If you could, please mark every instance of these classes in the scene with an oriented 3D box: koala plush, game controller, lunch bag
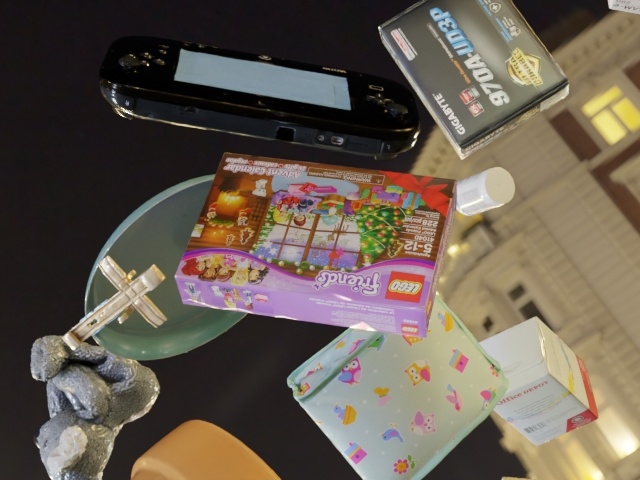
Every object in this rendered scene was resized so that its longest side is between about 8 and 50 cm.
[{"bbox_3d":[-0.376,0.295,1.950,0.203,0.221,0.196,8,-34,5],"label":"koala plush"},{"bbox_3d":[-0.059,-0.150,1.227,0.319,0.166,0.067,9,-56,-6],"label":"game controller"},{"bbox_3d":[0.118,0.211,1.776,0.262,0.223,0.160,-41,8,-4],"label":"lunch bag"}]

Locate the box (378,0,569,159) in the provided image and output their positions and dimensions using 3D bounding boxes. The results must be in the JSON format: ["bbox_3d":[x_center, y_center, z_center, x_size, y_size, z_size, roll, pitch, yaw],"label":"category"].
[{"bbox_3d":[0.210,-0.247,1.677,0.175,0.220,0.051,-31,-19,0],"label":"box"}]

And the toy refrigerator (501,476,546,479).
[{"bbox_3d":[0.340,0.332,1.366,0.269,0.094,0.102,5,2,-3],"label":"toy refrigerator"}]

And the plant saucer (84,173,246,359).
[{"bbox_3d":[-0.180,0.030,1.645,0.317,0.044,0.318,-26,-38,-22],"label":"plant saucer"}]

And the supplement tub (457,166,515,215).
[{"bbox_3d":[0.293,-0.088,2.207,0.071,0.071,0.107,-11,-4,-29],"label":"supplement tub"}]

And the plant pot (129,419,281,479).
[{"bbox_3d":[-0.123,0.336,1.091,0.203,0.291,0.291,-31,-29,-29],"label":"plant pot"}]

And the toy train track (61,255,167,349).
[{"bbox_3d":[-0.116,0.039,0.670,0.083,0.048,0.014,-36,11,33],"label":"toy train track"}]

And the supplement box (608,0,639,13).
[{"bbox_3d":[0.288,-0.261,1.092,0.036,0.062,0.098,9,-41,-5],"label":"supplement box"}]

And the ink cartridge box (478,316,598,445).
[{"bbox_3d":[0.367,0.240,2.076,0.128,0.127,0.176,-28,-48,24],"label":"ink cartridge box"}]

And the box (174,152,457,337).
[{"bbox_3d":[0.000,0.000,1.427,0.293,0.201,0.057,7,-38,13],"label":"box"}]
